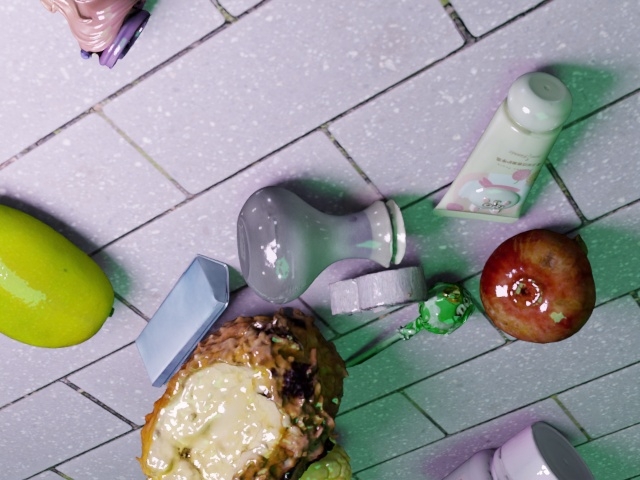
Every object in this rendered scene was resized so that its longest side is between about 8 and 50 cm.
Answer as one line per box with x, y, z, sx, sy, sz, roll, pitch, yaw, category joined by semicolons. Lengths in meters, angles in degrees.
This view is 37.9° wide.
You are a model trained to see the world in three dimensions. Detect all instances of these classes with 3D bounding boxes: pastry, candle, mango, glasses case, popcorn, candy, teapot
-0.117;0.309;1.655;0.405;0.292;0.337;-53;164;13;pastry
0.114;0.085;1.573;0.168;0.068;0.192;-6;175;-36;candle
-0.482;0.051;1.469;0.192;0.156;0.343;-35;125;16;mango
-0.237;0.145;1.642;0.056;0.105;0.266;-2;143;-42;glasses case
-0.021;0.477;1.956;0.179;0.170;0.180;6;152;3;popcorn
0.151;0.172;1.713;0.097;0.097;0.323;26;136;-28;candy
0.000;0.000;1.459;0.250;0.184;0.184;-6;137;-16;teapot

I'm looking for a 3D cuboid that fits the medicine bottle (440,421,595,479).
0.409;0.567;2.008;0.256;0.256;0.325;31;118;-31;medicine bottle

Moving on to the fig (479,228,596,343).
0.372;0.074;1.563;0.205;0.205;0.205;-3;136;-3;fig

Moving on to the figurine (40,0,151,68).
-0.281;-0.297;1.159;0.126;0.114;0.157;-50;122;-5;figurine

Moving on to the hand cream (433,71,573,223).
0.283;-0.126;1.416;0.147;0.093;0.306;5;144;-11;hand cream
